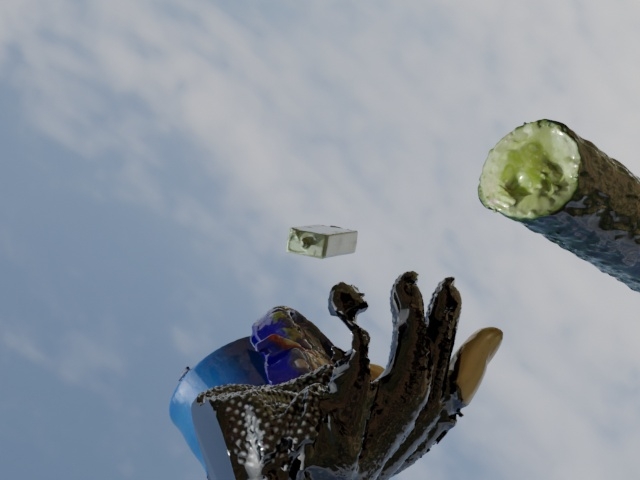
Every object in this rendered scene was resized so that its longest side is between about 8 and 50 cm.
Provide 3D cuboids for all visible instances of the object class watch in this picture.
[{"bbox_3d":[-0.067,0.184,1.985,0.196,0.200,0.171,32,-159,-49],"label":"watch"}]

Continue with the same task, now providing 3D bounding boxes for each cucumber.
[{"bbox_3d":[0.163,-0.002,0.939,0.214,0.058,0.052,29,-133,-47],"label":"cucumber"}]

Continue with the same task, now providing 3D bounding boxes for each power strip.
[{"bbox_3d":[0.000,0.000,1.060,0.027,0.017,0.083,8,-175,16],"label":"power strip"}]

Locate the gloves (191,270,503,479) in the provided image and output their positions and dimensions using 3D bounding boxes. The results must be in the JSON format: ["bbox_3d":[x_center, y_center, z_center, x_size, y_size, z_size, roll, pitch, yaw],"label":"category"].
[{"bbox_3d":[0.026,0.093,0.977,0.180,0.129,0.106,-16,-122,-13],"label":"gloves"}]
